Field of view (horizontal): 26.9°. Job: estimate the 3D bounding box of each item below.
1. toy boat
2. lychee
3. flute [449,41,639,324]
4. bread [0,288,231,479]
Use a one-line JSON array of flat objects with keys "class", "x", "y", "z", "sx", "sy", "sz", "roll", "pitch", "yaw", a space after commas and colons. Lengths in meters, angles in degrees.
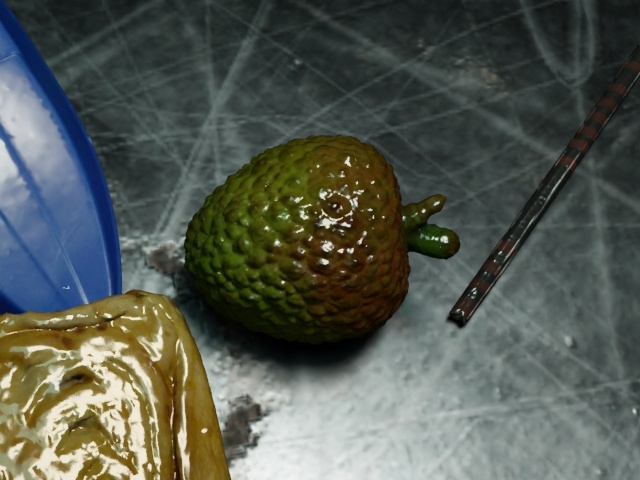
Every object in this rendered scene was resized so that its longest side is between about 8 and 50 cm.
[{"class": "toy boat", "x": -0.201, "y": -0.057, "z": 0.732, "sx": 0.129, "sy": 0.088, "sz": 0.295, "roll": -32, "pitch": 83, "yaw": -23}, {"class": "lychee", "x": 0.000, "y": 0.000, "z": 0.715, "sx": 0.146, "sy": 0.114, "sz": 0.114, "roll": -10, "pitch": 64, "yaw": 4}, {"class": "flute", "x": 0.152, "y": -0.049, "z": 0.820, "sx": 0.014, "sy": 0.014, "sz": 0.269, "roll": 34, "pitch": 63, "yaw": 9}, {"class": "bread", "x": -0.115, "y": 0.121, "z": 0.617, "sx": 0.149, "sy": 0.143, "sz": 0.158, "roll": -12, "pitch": 69, "yaw": -15}]
